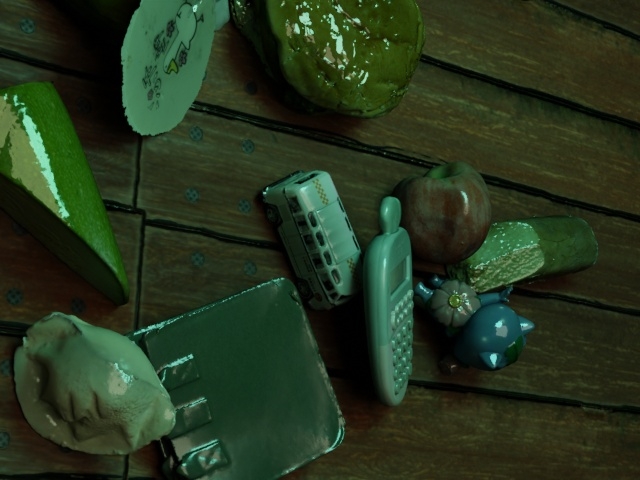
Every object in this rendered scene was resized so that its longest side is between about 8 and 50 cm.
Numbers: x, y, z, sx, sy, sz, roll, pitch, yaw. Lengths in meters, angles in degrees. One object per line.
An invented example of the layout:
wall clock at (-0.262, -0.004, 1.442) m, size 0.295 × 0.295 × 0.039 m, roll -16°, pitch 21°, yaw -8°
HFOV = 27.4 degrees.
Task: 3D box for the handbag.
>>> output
handbag at (-0.110, 0.197, 1.675) m, size 0.260 × 0.079 × 0.248 m, roll -21°, pitch 95°, yaw -38°

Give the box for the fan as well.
fan at (-0.155, -0.309, 1.684) m, size 0.233 × 0.012 × 0.415 m, roll 80°, pitch 32°, yaw -55°

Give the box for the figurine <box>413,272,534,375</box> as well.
figurine at (0.215, 0.125, 1.925) m, size 0.178 × 0.144 × 0.114 m, roll 39°, pitch 53°, yaw 14°

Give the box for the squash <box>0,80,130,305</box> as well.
squash at (-0.329, -0.038, 1.524) m, size 0.203 × 0.111 × 0.289 m, roll -20°, pitch 96°, yaw -37°

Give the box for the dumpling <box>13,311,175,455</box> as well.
dumpling at (-0.270, 0.179, 1.534) m, size 0.181 × 0.155 × 0.111 m, roll 49°, pitch 11°, yaw 22°

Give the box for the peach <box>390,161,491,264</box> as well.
peach at (0.175, -0.034, 1.914) m, size 0.152 × 0.152 × 0.152 m, roll 7°, pitch 78°, yaw -37°

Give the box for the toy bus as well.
toy bus at (0.000, 0.000, 1.787) m, size 0.087 × 0.089 × 0.194 m, roll -28°, pitch 101°, yaw -37°

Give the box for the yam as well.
yam at (0.311, 0.018, 2.025) m, size 0.259 × 0.106 × 0.106 m, roll -9°, pitch 88°, yaw -40°

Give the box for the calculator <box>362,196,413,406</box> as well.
calculator at (0.095, 0.084, 1.812) m, size 0.184 × 0.042 × 0.295 m, roll -36°, pitch 125°, yaw -71°

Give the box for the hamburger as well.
hamburger at (0.019, -0.306, 1.826) m, size 0.285 × 0.134 × 0.266 m, roll 35°, pitch 64°, yaw -31°

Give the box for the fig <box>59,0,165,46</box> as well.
fig at (-0.276, -0.311, 1.617) m, size 0.177 × 0.117 × 0.117 m, roll 24°, pitch 68°, yaw -17°

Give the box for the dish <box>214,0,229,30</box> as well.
dish at (-0.160, -0.346, 1.751) m, size 0.091 × 0.039 × 0.137 m, roll -19°, pitch 96°, yaw -38°
